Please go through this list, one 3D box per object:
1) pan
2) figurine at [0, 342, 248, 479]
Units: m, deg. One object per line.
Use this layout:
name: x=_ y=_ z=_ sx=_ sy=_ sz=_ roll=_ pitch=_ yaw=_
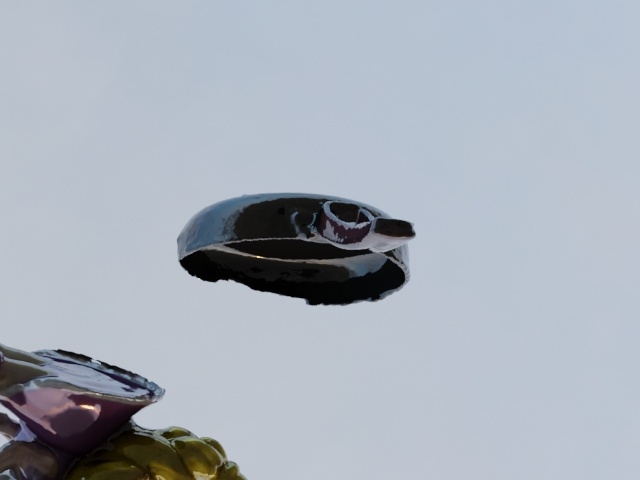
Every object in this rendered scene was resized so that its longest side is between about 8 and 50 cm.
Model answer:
pan: x=0.000 y=-0.003 z=0.891 sx=0.115 sy=0.212 sz=0.040 roll=7 pitch=-100 yaw=-15
figurine: x=-0.094 y=0.123 z=0.708 sx=0.115 sy=0.095 sz=0.156 roll=19 pitch=-88 yaw=-5
